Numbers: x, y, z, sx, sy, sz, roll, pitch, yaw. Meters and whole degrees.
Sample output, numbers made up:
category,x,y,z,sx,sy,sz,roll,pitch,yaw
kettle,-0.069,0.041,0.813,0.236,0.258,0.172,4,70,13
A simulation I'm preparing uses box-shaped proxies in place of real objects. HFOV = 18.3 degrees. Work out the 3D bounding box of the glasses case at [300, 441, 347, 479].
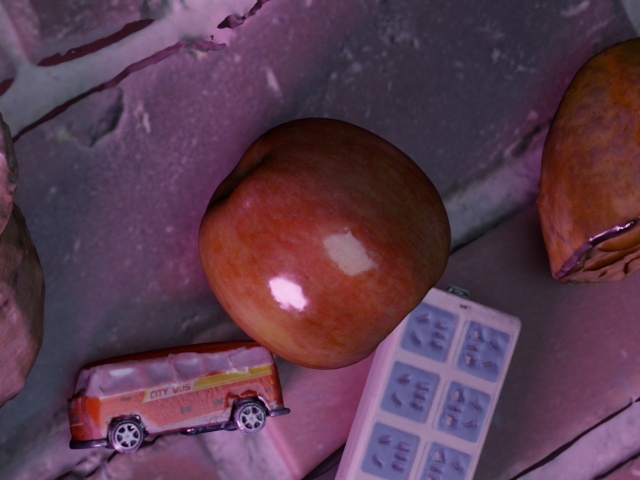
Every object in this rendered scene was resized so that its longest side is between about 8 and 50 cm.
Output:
category,x,y,z,sx,sy,sz,roll,pitch,yaw
glasses case,-0.008,0.238,1.646,0.190,0.042,0.072,-39,97,-12

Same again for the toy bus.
category,x,y,z,sx,sy,sz,roll,pitch,yaw
toy bus,-0.117,0.124,1.584,0.174,0.079,0.077,-7,89,-17

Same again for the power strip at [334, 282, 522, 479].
category,x,y,z,sx,sy,sz,roll,pitch,yaw
power strip,0.063,0.211,1.620,0.106,0.043,0.367,19,84,-13

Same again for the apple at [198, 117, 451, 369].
category,x,y,z,sx,sy,sz,roll,pitch,yaw
apple,0.000,0.000,1.555,0.174,0.188,0.188,39,81,-11

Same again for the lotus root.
category,x,y,z,sx,sy,sz,roll,pitch,yaw
lotus root,0.269,-0.070,1.672,0.188,0.199,0.180,9,55,-54

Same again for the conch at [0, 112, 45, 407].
category,x,y,z,sx,sy,sz,roll,pitch,yaw
conch,-0.317,0.001,1.449,0.263,0.186,0.324,18,113,-12
